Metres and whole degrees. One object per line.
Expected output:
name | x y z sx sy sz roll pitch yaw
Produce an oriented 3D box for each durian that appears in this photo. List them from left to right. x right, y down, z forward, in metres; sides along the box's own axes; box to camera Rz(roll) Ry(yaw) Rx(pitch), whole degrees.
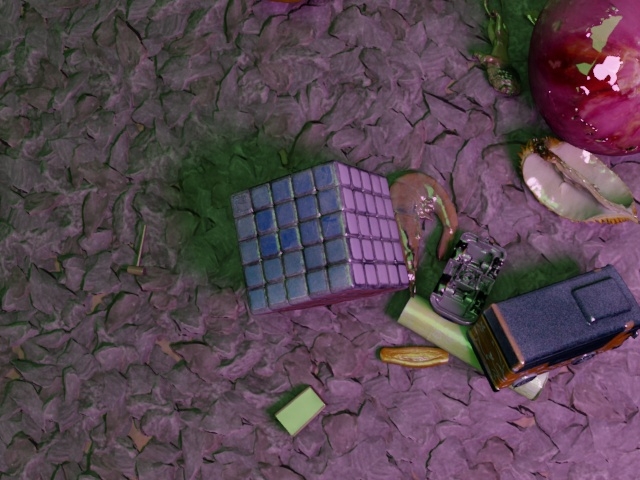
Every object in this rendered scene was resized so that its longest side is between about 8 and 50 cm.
durian | 0.493 -0.115 1.386 0.144 0.139 0.252 -40 80 -1

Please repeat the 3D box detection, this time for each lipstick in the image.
lipstick | 0.296 0.204 1.419 0.304 0.076 0.076 30 90 10

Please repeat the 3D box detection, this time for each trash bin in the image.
trash bin | -0.038 0.341 1.476 0.092 0.043 0.061 -43 80 2

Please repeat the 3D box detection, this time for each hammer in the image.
hammer | -0.388 0.019 1.575 0.036 0.019 0.110 7 84 10

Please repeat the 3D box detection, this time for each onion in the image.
onion | 0.543 -0.332 1.335 0.358 0.345 0.358 0 96 0

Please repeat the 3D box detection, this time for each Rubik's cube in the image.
Rubik's cube | 0.000 0.000 1.377 0.237 0.238 0.236 -17 79 28

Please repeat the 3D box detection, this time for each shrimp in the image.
shrimp | 0.206 -0.014 1.462 0.145 0.059 0.254 -7 75 -10

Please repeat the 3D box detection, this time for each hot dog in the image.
hot dog | 0.186 0.234 1.457 0.137 0.028 0.044 -2 60 7

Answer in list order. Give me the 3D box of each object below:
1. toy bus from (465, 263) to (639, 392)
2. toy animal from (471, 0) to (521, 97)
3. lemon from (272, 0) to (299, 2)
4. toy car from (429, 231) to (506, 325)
toy bus | 0.425 0.155 1.321 0.275 0.167 0.138 -16 63 -13
toy animal | 0.345 -0.388 1.473 0.086 0.069 0.219 -9 88 -13
lemon | -0.047 -0.609 1.471 0.263 0.236 0.236 -19 82 4
toy car | 0.281 0.082 1.421 0.097 0.100 0.191 27 63 11
